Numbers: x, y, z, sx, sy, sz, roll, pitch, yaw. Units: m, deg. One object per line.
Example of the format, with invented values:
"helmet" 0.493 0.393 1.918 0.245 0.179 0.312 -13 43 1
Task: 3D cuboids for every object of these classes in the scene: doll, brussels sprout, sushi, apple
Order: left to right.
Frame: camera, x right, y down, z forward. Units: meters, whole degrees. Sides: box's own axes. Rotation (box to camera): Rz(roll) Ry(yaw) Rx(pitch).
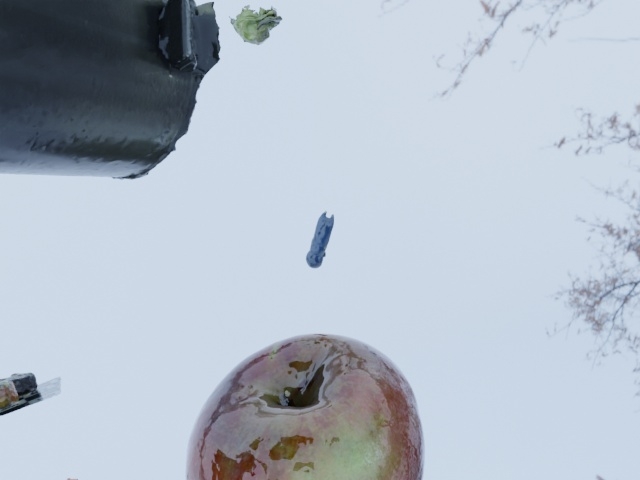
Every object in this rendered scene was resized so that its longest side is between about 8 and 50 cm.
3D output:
"sushi" -0.361 0.165 0.629 0.201 0.139 0.031 -19 -87 -22
"brussels sprout" -0.105 -0.365 1.092 0.085 0.085 0.058 -27 -94 -3
"apple" -0.018 0.306 0.908 0.348 0.277 0.348 -13 -154 6
"doll" 0.000 0.000 1.267 0.037 0.125 0.027 27 -155 17

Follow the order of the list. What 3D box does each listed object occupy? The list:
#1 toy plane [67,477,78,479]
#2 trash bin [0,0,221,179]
"toy plane" -0.359 0.446 1.082 0.188 0.135 0.062 -21 -159 31
"trash bin" -0.255 -0.146 0.446 0.252 0.301 0.203 -2 -89 34
